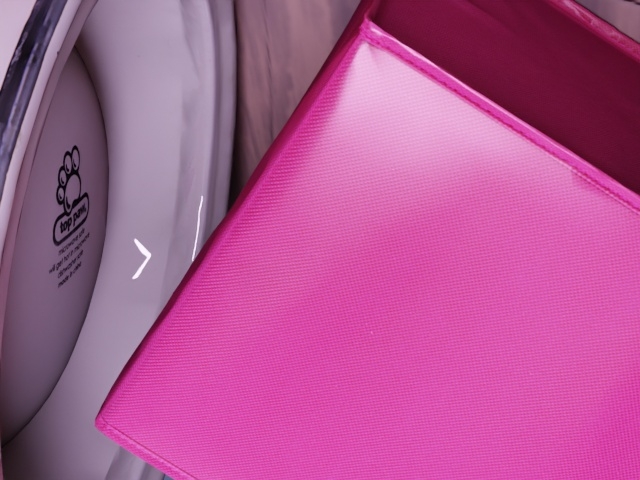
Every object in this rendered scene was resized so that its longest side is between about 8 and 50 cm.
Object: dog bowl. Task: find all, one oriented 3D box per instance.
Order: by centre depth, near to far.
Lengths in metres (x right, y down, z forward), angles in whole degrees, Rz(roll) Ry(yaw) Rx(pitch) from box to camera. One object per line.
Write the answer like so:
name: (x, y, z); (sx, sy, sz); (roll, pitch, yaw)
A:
dog bowl: (-0.168, 0.002, 0.664); (0.150, 0.408, 0.408); (10, 136, 8)

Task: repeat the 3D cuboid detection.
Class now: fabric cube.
fabric cube: (0.077, 0.013, 0.660); (0.254, 0.259, 0.258); (32, 117, -4)

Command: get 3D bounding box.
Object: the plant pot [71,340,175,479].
plant pot: (-0.170, 0.098, 0.996); (0.165, 0.165, 0.234); (-4, 138, 30)
